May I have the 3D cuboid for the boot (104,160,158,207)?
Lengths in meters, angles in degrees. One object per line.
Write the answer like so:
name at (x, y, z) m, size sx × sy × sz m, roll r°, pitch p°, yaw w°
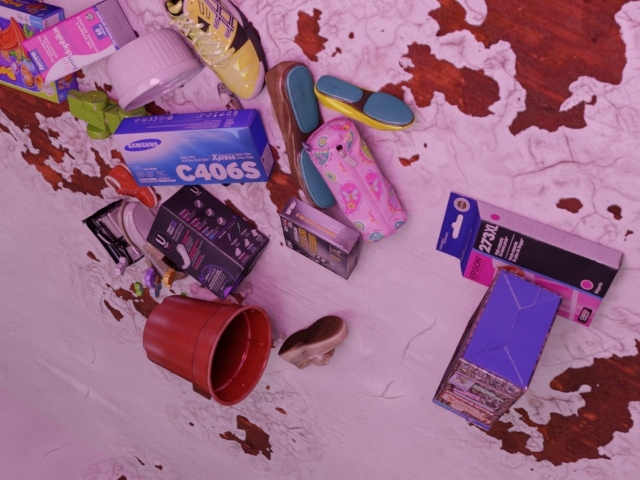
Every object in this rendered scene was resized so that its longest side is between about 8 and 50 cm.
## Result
boot at (-0.524, -0.138, 1.960) m, size 0.158 × 0.085 × 0.059 m, roll 45°, pitch 133°, yaw -9°

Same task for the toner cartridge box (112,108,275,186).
toner cartridge box at (-0.298, -0.216, 1.681) m, size 0.347 × 0.075 × 0.165 m, roll -1°, pitch 135°, yaw 17°

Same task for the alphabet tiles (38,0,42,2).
alphabet tiles at (-0.718, -0.716, 1.671) m, size 0.198 × 0.009 × 0.237 m, roll 39°, pitch 135°, yaw 3°

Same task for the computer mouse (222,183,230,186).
computer mouse at (-0.316, -0.200, 1.803) m, size 0.193 × 0.042 × 0.106 m, roll 13°, pitch 131°, yaw 25°

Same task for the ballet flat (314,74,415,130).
ballet flat at (0.091, -0.274, 1.469) m, size 0.231 × 0.077 × 0.077 m, roll 26°, pitch 156°, yaw 17°

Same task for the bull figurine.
bull figurine at (-0.246, 0.224, 2.057) m, size 0.188 × 0.101 × 0.310 m, roll -22°, pitch 110°, yaw 40°

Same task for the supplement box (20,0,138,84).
supplement box at (-0.561, -0.465, 1.651) m, size 0.220 × 0.114 × 0.111 m, roll -18°, pitch 115°, yaw 19°

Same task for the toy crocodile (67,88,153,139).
toy crocodile at (-0.511, -0.312, 1.811) m, size 0.340 × 0.105 × 0.115 m, roll 21°, pitch 134°, yaw 24°

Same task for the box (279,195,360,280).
box at (0.000, 0.000, 1.677) m, size 0.183 × 0.056 × 0.231 m, roll 30°, pitch 165°, yaw 10°

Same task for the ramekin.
ramekin at (-0.379, -0.387, 1.586) m, size 0.207 × 0.207 × 0.109 m, roll -21°, pitch 102°, yaw 42°

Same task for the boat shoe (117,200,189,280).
boat shoe at (-0.461, 0.001, 2.007) m, size 0.103 × 0.113 × 0.302 m, roll 4°, pitch 143°, yaw 25°

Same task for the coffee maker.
coffee maker at (-0.598, -0.017, 2.100) m, size 0.178 × 0.120 × 0.171 m, roll 58°, pitch 156°, yaw -17°

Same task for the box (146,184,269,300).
box at (-0.299, -0.001, 1.879) m, size 0.270 × 0.143 × 0.165 m, roll 38°, pitch 134°, yaw 1°

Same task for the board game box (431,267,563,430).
board game box at (0.372, 0.239, 1.518) m, size 0.141 × 0.232 × 0.291 m, roll 26°, pitch 153°, yaw 11°

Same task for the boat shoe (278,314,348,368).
boat shoe at (-0.004, 0.291, 1.955) m, size 0.098 × 0.109 × 0.302 m, roll 43°, pitch 142°, yaw -12°

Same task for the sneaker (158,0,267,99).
sneaker at (-0.253, -0.456, 1.483) m, size 0.145 × 0.147 × 0.385 m, roll -16°, pitch 116°, yaw 38°

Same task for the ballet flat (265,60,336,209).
ballet flat at (-0.049, -0.232, 1.570) m, size 0.124 × 0.116 × 0.342 m, roll 18°, pitch 135°, yaw 48°

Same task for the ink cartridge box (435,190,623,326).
ink cartridge box at (0.424, 0.037, 1.503) m, size 0.370 × 0.069 × 0.176 m, roll 24°, pitch 135°, yaw 18°

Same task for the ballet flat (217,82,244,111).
ballet flat at (-0.207, -0.313, 1.644) m, size 0.041 × 0.041 × 0.114 m, roll -25°, pitch 108°, yaw 43°

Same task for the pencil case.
pencil case at (0.078, -0.128, 1.526) m, size 0.124 × 0.124 × 0.284 m, roll -7°, pitch 129°, yaw 37°

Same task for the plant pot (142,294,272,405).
plant pot at (-0.315, 0.273, 1.913) m, size 0.265 × 0.272 × 0.272 m, roll 14°, pitch 131°, yaw 29°

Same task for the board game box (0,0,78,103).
board game box at (-0.807, -0.519, 1.841) m, size 0.347 × 0.078 × 0.233 m, roll 20°, pitch 133°, yaw 18°

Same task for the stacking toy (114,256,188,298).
stacking toy at (-0.488, 0.130, 2.065) m, size 0.166 × 0.052 × 0.221 m, roll 13°, pitch 152°, yaw 10°
